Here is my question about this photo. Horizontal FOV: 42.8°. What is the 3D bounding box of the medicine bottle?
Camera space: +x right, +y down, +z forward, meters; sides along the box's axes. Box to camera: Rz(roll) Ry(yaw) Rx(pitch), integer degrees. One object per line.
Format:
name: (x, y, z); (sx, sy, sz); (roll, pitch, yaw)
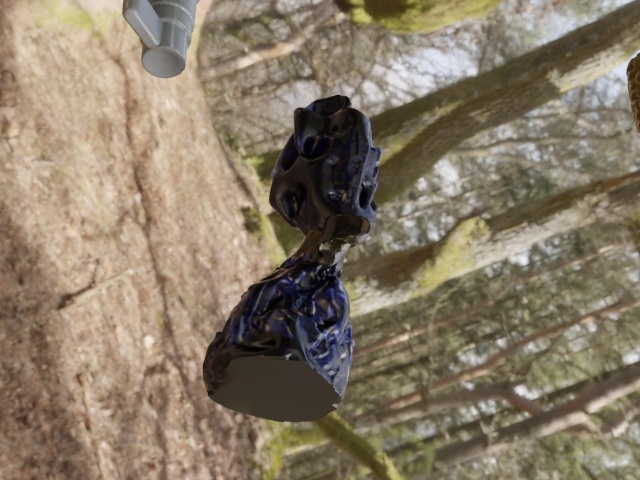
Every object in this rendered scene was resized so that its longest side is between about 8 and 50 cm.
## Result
medicine bottle: (-0.138, -0.240, 0.707); (0.092, 0.061, 0.220); (58, 21, -52)

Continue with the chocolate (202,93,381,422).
chocolate: (-0.001, -0.005, 0.770); (0.126, 0.148, 0.343); (32, 55, -26)

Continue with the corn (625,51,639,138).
corn: (0.368, -0.036, 0.716); (0.131, 0.131, 0.344); (62, 17, -64)
